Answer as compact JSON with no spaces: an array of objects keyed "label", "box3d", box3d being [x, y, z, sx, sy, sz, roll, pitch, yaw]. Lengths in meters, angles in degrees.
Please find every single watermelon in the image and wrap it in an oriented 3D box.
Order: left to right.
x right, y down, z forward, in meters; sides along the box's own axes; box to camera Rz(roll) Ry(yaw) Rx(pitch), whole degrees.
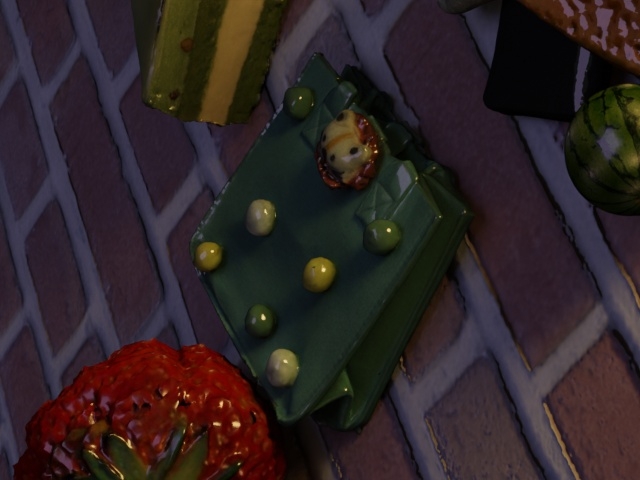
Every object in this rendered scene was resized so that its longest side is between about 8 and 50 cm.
[{"label":"watermelon","box3d":[0.227,-0.071,1.321,0.109,0.109,0.109,-18,68,51]}]

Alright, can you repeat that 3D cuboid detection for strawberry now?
[{"label":"strawberry","box3d":[-0.160,0.202,1.684,0.288,0.250,0.239,-109,32,-72]}]

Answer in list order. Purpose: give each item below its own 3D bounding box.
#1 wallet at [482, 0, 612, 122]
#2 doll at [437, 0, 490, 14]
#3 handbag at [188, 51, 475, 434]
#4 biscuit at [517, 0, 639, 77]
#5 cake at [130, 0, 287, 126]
[{"label":"wallet","box3d":[0.201,-0.219,1.443,0.149,0.044,0.250,11,91,58]},{"label":"doll","box3d":[0.117,-0.274,1.544,0.103,0.071,0.214,108,154,-47]},{"label":"handbag","box3d":[-0.005,0.001,1.621,0.274,0.100,0.269,-60,39,27]},{"label":"biscuit","box3d":[0.263,-0.277,1.294,0.367,0.063,0.314,38,117,34]},{"label":"cake","box3d":[-0.125,-0.272,1.815,0.172,0.158,0.284,30,110,53]}]
